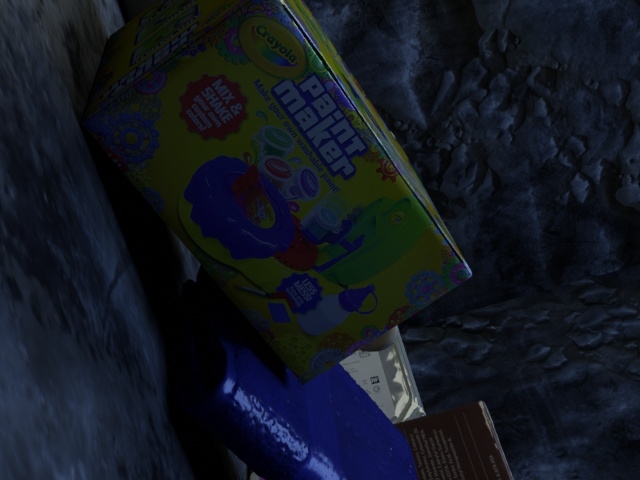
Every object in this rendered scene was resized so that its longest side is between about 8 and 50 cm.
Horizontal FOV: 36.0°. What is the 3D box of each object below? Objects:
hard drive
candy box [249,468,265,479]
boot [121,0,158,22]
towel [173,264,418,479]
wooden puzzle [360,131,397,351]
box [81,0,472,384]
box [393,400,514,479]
[{"bbox_3d":[0.030,0.213,1.665,0.064,0.236,0.339,81,-4,-51],"label":"hard drive"},{"bbox_3d":[-0.024,0.327,1.071,0.196,0.070,0.165,-106,-179,-72],"label":"candy box"},{"bbox_3d":[-0.164,-0.181,1.108,0.161,0.083,0.247,-96,171,-53],"label":"boot"},{"bbox_3d":[-0.017,0.173,0.896,0.308,0.076,0.228,48,16,-25],"label":"towel"},{"bbox_3d":[0.000,0.000,1.522,0.348,0.080,0.322,177,-86,-64],"label":"wooden puzzle"},{"bbox_3d":[-0.039,-0.085,0.876,0.290,0.177,0.279,53,9,-23],"label":"box"},{"bbox_3d":[0.113,0.308,1.076,0.168,0.203,0.167,75,0,-47],"label":"box"}]
